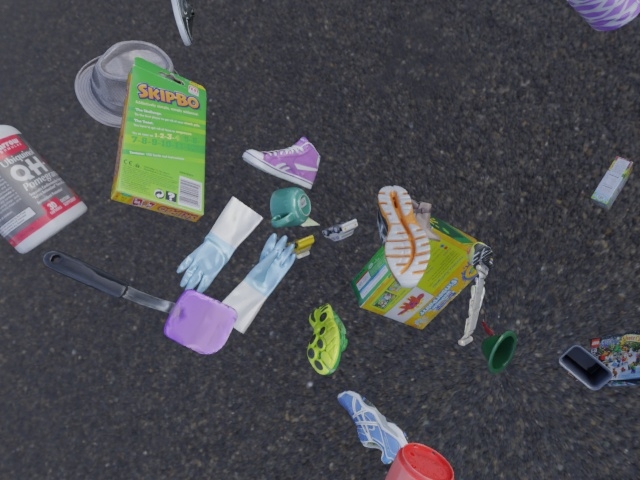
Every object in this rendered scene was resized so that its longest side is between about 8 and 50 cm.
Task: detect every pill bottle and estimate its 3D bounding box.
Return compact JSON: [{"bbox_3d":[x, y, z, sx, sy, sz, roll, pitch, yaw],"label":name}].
[{"bbox_3d":[-0.698,-0.141,0.974,0.176,0.176,0.318,-31,110,12],"label":"pill bottle"}]

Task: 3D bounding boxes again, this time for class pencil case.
[{"bbox_3d":[0.406,-0.388,0.647,0.088,0.206,0.086,4,87,50],"label":"pencil case"}]

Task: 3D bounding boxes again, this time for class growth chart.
[{"bbox_3d":[0.430,0.181,1.232,0.021,0.172,0.237,11,80,30],"label":"growth chart"}]

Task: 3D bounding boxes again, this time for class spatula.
[{"bbox_3d":[-0.275,0.084,0.664,0.297,0.030,0.084,23,64,-2],"label":"spatula"}]

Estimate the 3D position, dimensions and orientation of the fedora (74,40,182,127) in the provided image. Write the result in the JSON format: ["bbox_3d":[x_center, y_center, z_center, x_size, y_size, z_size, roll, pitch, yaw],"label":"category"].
[{"bbox_3d":[-0.498,-0.434,1.167,0.276,0.124,0.243,-22,78,-30],"label":"fedora"}]

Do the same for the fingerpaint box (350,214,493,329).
[{"bbox_3d":[0.411,0.129,1.830,0.444,0.371,0.163,-53,32,24],"label":"fingerpaint box"}]

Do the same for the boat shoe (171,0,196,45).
[{"bbox_3d":[-0.281,-0.479,0.908,0.040,0.049,0.142,-10,113,-3],"label":"boat shoe"}]

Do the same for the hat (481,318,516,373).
[{"bbox_3d":[0.627,0.391,1.693,0.184,0.209,0.172,26,86,47],"label":"hat"}]

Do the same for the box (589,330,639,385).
[{"bbox_3d":[0.971,0.376,1.401,0.044,0.233,0.159,28,62,-10],"label":"box"}]

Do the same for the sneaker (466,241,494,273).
[{"bbox_3d":[0.548,0.052,1.555,0.082,0.208,0.094,-34,56,3],"label":"sneaker"}]

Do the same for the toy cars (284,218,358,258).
[{"bbox_3d":[0.000,0.000,1.935,0.394,0.176,0.087,-20,94,22],"label":"toy cars"}]

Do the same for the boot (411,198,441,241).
[{"bbox_3d":[0.268,-0.055,1.142,0.119,0.042,0.086,18,102,1],"label":"boot"}]

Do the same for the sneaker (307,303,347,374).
[{"bbox_3d":[0.035,0.287,1.274,0.109,0.295,0.123,-39,105,13],"label":"sneaker"}]

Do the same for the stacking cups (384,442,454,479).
[{"bbox_3d":[0.068,0.380,0.494,0.096,0.096,0.316,28,102,26],"label":"stacking cups"}]

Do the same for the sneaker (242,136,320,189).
[{"bbox_3d":[-0.122,-0.288,1.476,0.102,0.282,0.160,30,101,47],"label":"sneaker"}]

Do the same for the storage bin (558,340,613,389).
[{"bbox_3d":[0.815,0.384,1.369,0.135,0.091,0.098,42,112,17],"label":"storage bin"}]

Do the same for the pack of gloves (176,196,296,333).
[{"bbox_3d":[-0.174,0.050,0.938,0.195,0.046,0.232,37,77,-10],"label":"pack of gloves"}]

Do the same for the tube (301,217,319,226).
[{"bbox_3d":[-0.108,-0.107,2.090,0.070,0.062,0.240,-45,39,-12],"label":"tube"}]

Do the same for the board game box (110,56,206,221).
[{"bbox_3d":[-0.238,-0.160,0.675,0.039,0.124,0.259,-31,54,42],"label":"board game box"}]

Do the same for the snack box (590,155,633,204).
[{"bbox_3d":[0.657,-0.126,0.991,0.037,0.141,0.100,35,108,31],"label":"snack box"}]

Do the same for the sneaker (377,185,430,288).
[{"bbox_3d":[0.154,-0.002,0.851,0.084,0.083,0.214,-1,58,-4],"label":"sneaker"}]

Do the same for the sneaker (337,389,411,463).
[{"bbox_3d":[0.111,0.436,1.048,0.081,0.080,0.211,-44,45,-18],"label":"sneaker"}]

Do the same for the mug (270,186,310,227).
[{"bbox_3d":[-0.093,-0.100,1.459,0.098,0.129,0.157,-6,66,27],"label":"mug"}]
